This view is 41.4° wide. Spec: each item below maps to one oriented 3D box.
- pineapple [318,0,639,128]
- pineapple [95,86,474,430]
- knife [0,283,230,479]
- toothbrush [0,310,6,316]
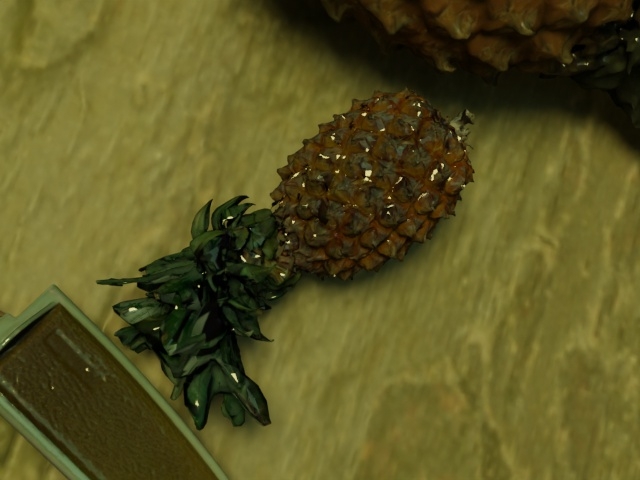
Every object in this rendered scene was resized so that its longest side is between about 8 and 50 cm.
[{"bbox_3d":[0.118,-0.152,0.454,0.362,0.202,0.202,34,75,-25],"label":"pineapple"},{"bbox_3d":[-0.001,0.000,0.439,0.221,0.083,0.103,-38,94,-14],"label":"pineapple"},{"bbox_3d":[-0.139,0.049,0.401,0.343,0.027,0.061,47,60,-7],"label":"knife"},{"bbox_3d":[-0.280,-0.010,0.387,0.375,0.037,0.028,26,80,-15],"label":"toothbrush"}]
